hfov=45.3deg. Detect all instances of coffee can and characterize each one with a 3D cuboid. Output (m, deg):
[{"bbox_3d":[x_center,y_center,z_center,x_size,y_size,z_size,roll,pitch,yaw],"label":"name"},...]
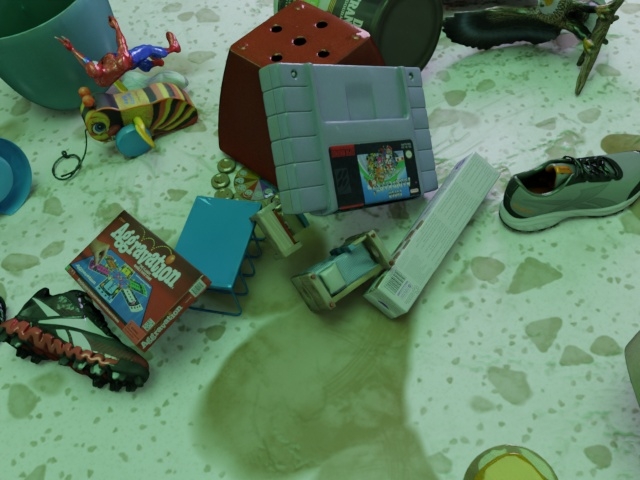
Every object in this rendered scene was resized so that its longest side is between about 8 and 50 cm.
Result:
[{"bbox_3d":[0.071,-0.440,1.506,0.275,0.201,0.201,31,64,36],"label":"coffee can"}]

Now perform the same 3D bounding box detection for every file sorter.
[{"bbox_3d":[-0.168,0.027,1.287,0.118,0.104,0.170,7,56,14],"label":"file sorter"}]

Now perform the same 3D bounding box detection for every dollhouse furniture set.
[{"bbox_3d":[0.000,0.000,1.211,0.129,0.129,0.184,-35,94,-16],"label":"dollhouse furniture set"}]

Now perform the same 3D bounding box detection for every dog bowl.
[{"bbox_3d":[-0.677,-0.075,1.414,0.074,0.166,0.297,23,60,37],"label":"dog bowl"}]

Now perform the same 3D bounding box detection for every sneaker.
[{"bbox_3d":[-0.381,0.151,1.235,0.276,0.098,0.135,16,61,21],"label":"sneaker"},{"bbox_3d":[-0.347,-0.318,1.603,0.152,0.054,0.061,0,63,17],"label":"sneaker"},{"bbox_3d":[0.433,-0.096,1.279,0.271,0.108,0.100,-17,52,-5],"label":"sneaker"}]

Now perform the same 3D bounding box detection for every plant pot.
[{"bbox_3d":[-0.025,-0.267,1.386,0.267,0.236,0.267,34,62,28],"label":"plant pot"},{"bbox_3d":[-0.549,-0.414,1.577,0.293,0.235,0.293,-8,52,10],"label":"plant pot"}]

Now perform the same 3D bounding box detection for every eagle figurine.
[{"bbox_3d":[0.414,-0.456,1.467,0.298,0.225,0.226,27,73,18],"label":"eagle figurine"}]

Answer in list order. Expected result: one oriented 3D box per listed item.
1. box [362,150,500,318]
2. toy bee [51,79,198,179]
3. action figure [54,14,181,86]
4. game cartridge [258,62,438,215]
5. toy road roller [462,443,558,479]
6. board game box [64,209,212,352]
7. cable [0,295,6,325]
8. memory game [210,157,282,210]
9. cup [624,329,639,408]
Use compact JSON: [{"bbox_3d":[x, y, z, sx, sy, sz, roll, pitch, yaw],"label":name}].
[{"bbox_3d":[0.188,-0.012,1.272,0.067,0.063,0.324,40,65,-6],"label":"box"},{"bbox_3d":[-0.388,-0.234,1.477,0.195,0.162,0.298,35,66,27],"label":"toy bee"},{"bbox_3d":[-0.389,-0.377,1.474,0.091,0.139,0.280,-33,11,26],"label":"action figure"},{"bbox_3d":[0.063,-0.166,1.232,0.068,0.230,0.355,-13,0,44],"label":"game cartridge"},{"bbox_3d":[0.238,0.430,0.878,0.240,0.202,0.329,-35,57,-3],"label":"toy road roller"},{"bbox_3d":[-0.299,0.055,1.228,0.145,0.027,0.281,-46,44,-12],"label":"board game box"},{"bbox_3d":[-0.622,0.146,1.309,0.184,0.047,0.151,8,56,14],"label":"cable"},{"bbox_3d":[-0.117,-0.119,1.441,0.186,0.012,0.186,-4,54,6],"label":"memory game"},{"bbox_3d":[0.532,0.180,0.968,0.237,0.331,0.331,-23,49,25],"label":"cup"}]
